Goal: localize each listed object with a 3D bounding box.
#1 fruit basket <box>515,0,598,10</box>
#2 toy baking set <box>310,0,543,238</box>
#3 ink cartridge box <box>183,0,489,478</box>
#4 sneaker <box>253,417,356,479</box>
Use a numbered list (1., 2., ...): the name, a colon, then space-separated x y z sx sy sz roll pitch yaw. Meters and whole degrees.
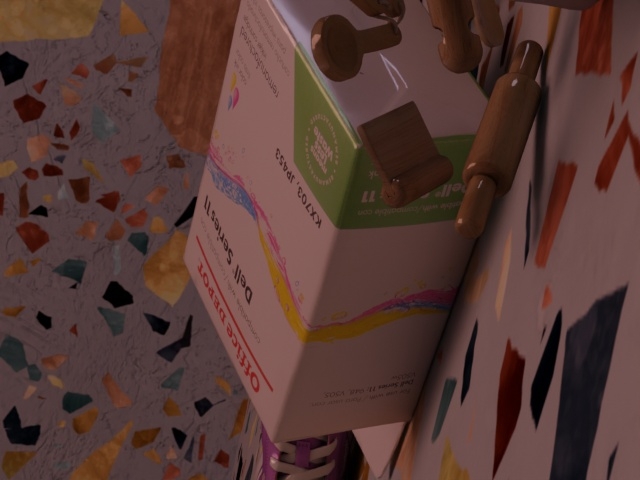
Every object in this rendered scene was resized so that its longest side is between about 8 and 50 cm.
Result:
1. fruit basket: 0.013 -0.277 0.849 0.165 0.353 0.327 -87 9 -54
2. toy baking set: 0.071 -0.130 1.027 0.030 0.196 0.256 -14 34 36
3. ink cartridge box: 0.000 0.000 1.295 0.207 0.119 0.353 -119 33 -40
4. sneaker: -0.010 0.199 1.567 0.161 0.102 0.282 -89 1 -53
